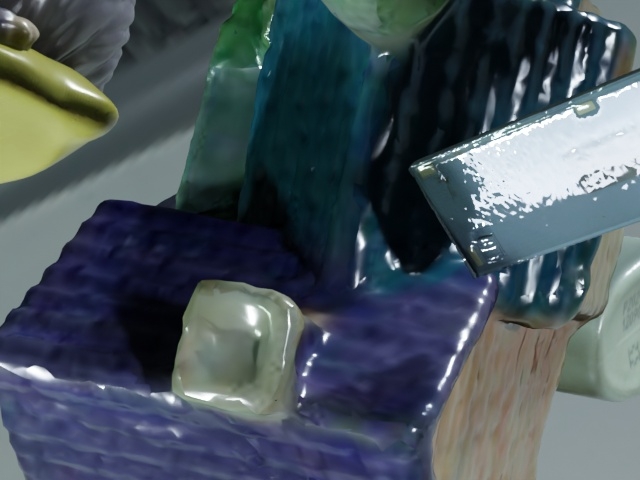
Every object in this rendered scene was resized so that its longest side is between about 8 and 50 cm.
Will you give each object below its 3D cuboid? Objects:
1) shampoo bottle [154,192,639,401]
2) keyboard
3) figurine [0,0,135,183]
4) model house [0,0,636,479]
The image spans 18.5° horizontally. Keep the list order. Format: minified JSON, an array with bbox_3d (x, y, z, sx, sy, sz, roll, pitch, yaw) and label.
[{"bbox_3d":[0.049,0.020,1.198,0.359,0.078,0.134,8,29,38],"label":"shampoo bottle"},{"bbox_3d":[0.112,-0.033,0.733,0.176,0.055,0.014,-22,19,41],"label":"keyboard"},{"bbox_3d":[-0.287,-0.254,1.337,0.266,0.361,0.377,-10,62,31],"label":"figurine"},{"bbox_3d":[0.000,0.000,0.899,0.245,0.280,0.312,12,90,20],"label":"model house"}]
